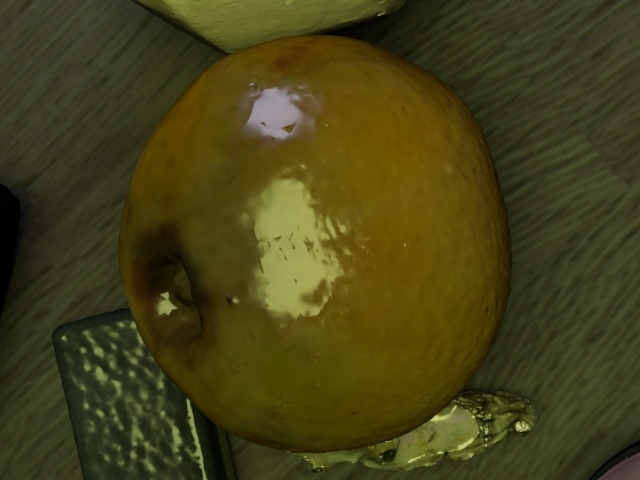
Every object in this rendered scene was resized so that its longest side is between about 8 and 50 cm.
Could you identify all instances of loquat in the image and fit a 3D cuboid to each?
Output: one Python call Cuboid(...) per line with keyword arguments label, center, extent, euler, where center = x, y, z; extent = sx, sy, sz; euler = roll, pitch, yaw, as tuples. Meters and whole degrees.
Cuboid(label="loquat", center=(0.000, 0.000, 0.906), extent=(0.275, 0.275, 0.274), euler=(0, 89, 10))

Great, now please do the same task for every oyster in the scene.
Cuboid(label="oyster", center=(0.054, 0.134, 1.004), extent=(0.200, 0.061, 0.106), euler=(21, 110, 13))

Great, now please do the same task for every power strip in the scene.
Cuboid(label="power strip", center=(-0.122, 0.177, 1.018), extent=(0.105, 0.070, 0.256), euler=(-14, 85, 12))

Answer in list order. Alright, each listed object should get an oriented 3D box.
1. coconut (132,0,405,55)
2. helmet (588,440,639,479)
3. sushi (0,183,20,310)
Cuboid(label="coconut", center=(-0.054, -0.246, 0.929), extent=(0.266, 0.237, 0.237), euler=(-8, 87, 7))
Cuboid(label="helmet", center=(0.289, 0.224, 0.903), extent=(0.253, 0.154, 0.198), euler=(6, 89, 15))
Cuboid(label="sushi", center=(-0.316, 0.048, 1.023), extent=(0.126, 0.136, 0.225), euler=(14, 86, 2))
